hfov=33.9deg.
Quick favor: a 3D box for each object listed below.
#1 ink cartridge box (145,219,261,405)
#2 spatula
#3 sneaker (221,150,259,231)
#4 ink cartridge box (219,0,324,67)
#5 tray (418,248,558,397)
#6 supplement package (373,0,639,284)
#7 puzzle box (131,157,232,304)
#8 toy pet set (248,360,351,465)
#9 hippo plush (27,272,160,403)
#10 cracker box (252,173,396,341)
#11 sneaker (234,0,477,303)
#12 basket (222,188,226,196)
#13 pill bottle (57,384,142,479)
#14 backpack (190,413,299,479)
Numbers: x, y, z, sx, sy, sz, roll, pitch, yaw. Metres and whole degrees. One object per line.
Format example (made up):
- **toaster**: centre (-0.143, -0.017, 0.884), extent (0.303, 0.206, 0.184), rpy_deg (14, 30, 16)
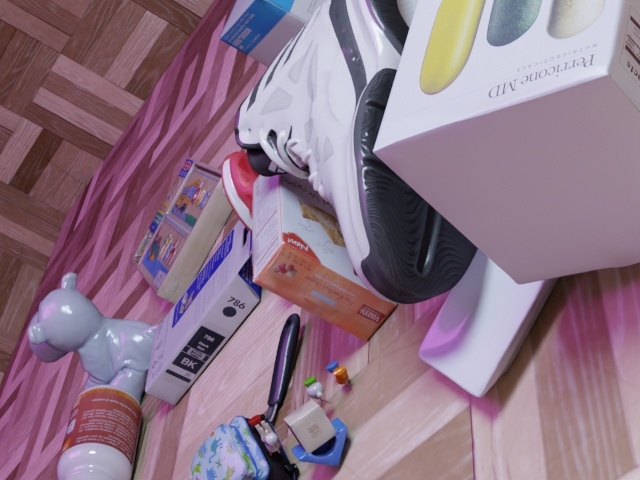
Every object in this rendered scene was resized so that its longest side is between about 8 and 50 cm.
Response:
- **ink cartridge box**: centre (-0.169, 0.099, 1.681), extent (0.332, 0.065, 0.165), rpy_deg (-52, 21, 29)
- **spatula**: centre (-0.072, 0.223, 1.309), extent (0.084, 0.030, 0.296), rpy_deg (-23, 41, 51)
- **sneaker**: centre (-0.044, -0.050, 1.453), extent (0.128, 0.221, 0.087), rpy_deg (-35, -14, 32)
- **ink cartridge box**: centre (0.000, -0.349, 1.621), extent (0.168, 0.233, 0.171), rpy_deg (-29, 37, 60)
- **tray**: centre (0.188, 0.011, 0.956), extent (0.270, 0.030, 0.145), rpy_deg (-61, 20, 0)
- **supplement package**: centre (0.201, -0.138, 0.810), extent (0.199, 0.198, 0.262), rpy_deg (-15, 47, 43)
- **puzzle box**: centre (-0.280, -0.032, 2.160), extent (0.272, 0.052, 0.409), rpy_deg (-61, 19, -2)
- **toy pet set**: centre (-0.004, 0.200, 1.148), extent (0.122, 0.065, 0.114), rpy_deg (-34, 10, -9)
- **hippo plush**: centre (-0.422, 0.206, 1.900), extent (0.294, 0.237, 0.234), rpy_deg (-31, 35, 55)
- **cracker box**: centre (0.000, 0.000, 1.252), extent (0.067, 0.156, 0.232), rpy_deg (-51, 22, 24)
- **sneaker**: centre (0.031, -0.085, 1.131), extent (0.257, 0.169, 0.447), rpy_deg (-40, 39, 40)
- **basket**: centre (-0.046, -0.108, 1.560), extent (0.167, 0.113, 0.103), rpy_deg (-49, 1, 33)
- **pill bottle**: centre (-0.366, 0.350, 1.735), extent (0.121, 0.121, 0.216), rpy_deg (-51, 21, 27)
- **backpack**: centre (-0.098, 0.268, 1.197), extent (0.114, 0.084, 0.105), rpy_deg (-54, 43, 18)
